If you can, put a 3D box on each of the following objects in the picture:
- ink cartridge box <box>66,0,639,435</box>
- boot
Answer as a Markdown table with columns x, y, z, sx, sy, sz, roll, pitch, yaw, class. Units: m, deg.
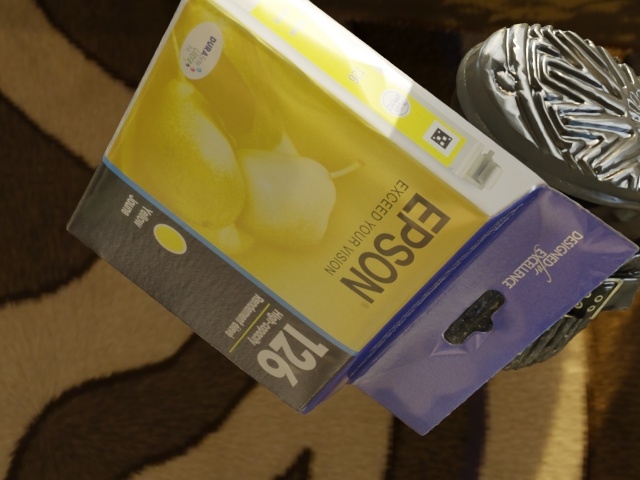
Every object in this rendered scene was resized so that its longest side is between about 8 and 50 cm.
| x | y | z | sx | sy | sz | roll | pitch | yaw | class |
| --- | --- | --- | --- | --- | --- | --- | --- | --- | --- |
| 0.000 | 0.000 | 1.003 | 0.307 | 0.303 | 0.072 | 39 | 52 | 1 | ink cartridge box |
| 0.160 | -0.015 | 1.162 | 0.348 | 0.260 | 0.131 | 17 | 48 | -41 | boot |
